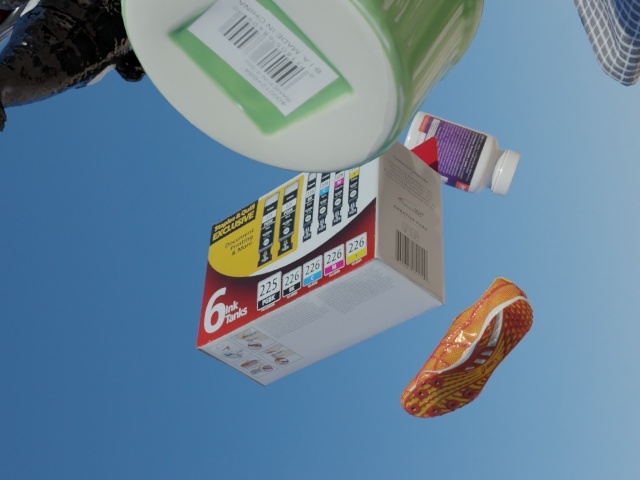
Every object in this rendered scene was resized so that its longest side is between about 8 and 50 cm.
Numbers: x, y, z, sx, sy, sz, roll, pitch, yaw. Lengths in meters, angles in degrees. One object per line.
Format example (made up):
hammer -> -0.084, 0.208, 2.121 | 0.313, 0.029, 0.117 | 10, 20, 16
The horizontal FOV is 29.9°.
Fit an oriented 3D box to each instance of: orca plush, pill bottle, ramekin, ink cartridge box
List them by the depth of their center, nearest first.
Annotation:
ramekin -> -0.024, -0.200, 1.045 | 0.148, 0.303, 0.303 | -60, -43, -35
orca plush -> -0.231, -0.211, 1.083 | 0.151, 0.102, 0.287 | 41, -145, 11
ink cartridge box -> 0.000, 0.000, 1.537 | 0.130, 0.309, 0.272 | 34, -137, -34
pill bottle -> 0.243, -0.145, 2.083 | 0.108, 0.193, 0.108 | 20, -90, -83

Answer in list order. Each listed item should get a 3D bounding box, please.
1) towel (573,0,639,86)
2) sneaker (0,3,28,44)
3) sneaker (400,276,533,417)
towel -> 0.422, -0.388, 1.662 | 0.235, 0.121, 0.283 | 81, 175, -65
sneaker -> -0.431, -0.259, 1.422 | 0.121, 0.299, 0.112 | 26, -146, -32
sneaker -> 0.149, 0.114, 1.227 | 0.064, 0.175, 0.067 | 38, -166, -25
